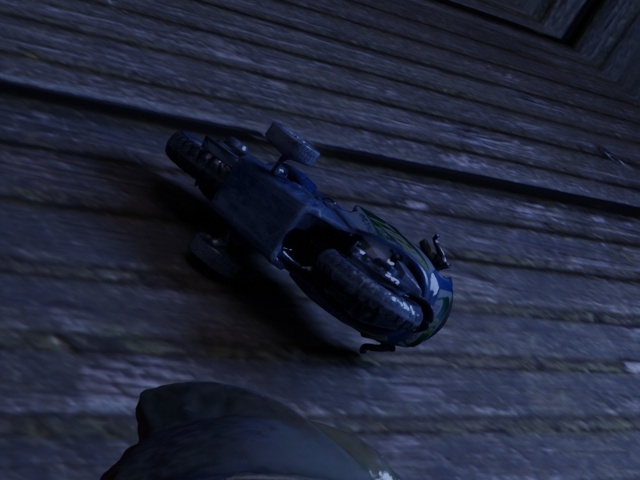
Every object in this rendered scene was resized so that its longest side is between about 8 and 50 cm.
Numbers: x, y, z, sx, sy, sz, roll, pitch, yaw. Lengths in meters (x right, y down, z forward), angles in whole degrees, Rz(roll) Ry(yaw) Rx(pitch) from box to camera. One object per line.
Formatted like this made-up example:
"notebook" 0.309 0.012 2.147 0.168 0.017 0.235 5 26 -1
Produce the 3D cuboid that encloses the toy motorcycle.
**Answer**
"toy motorcycle" 0.000 0.000 1.119 0.135 0.092 0.254 29 6 -42

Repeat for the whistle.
"whistle" 0.020 0.153 0.709 0.346 0.134 0.142 31 12 -40
